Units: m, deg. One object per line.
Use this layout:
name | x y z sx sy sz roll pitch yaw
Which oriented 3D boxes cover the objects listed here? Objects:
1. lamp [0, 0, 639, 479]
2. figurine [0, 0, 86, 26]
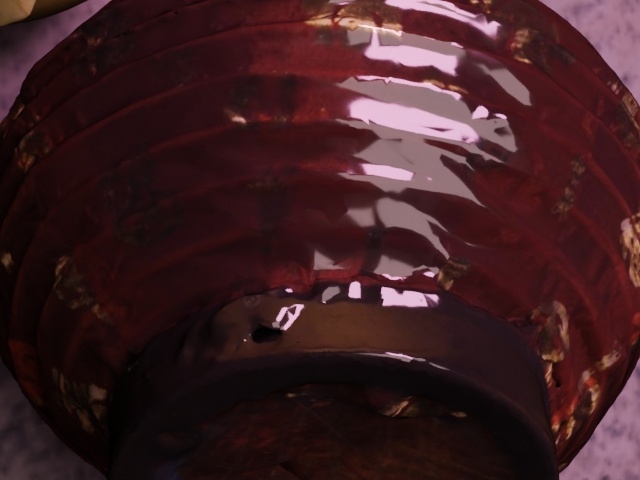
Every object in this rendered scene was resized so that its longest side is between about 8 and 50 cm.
lamp | 0.000 0.000 0.646 0.247 0.247 0.247 -1 91 -30
figurine | -0.152 -0.197 0.574 0.324 0.124 0.222 50 40 -39
